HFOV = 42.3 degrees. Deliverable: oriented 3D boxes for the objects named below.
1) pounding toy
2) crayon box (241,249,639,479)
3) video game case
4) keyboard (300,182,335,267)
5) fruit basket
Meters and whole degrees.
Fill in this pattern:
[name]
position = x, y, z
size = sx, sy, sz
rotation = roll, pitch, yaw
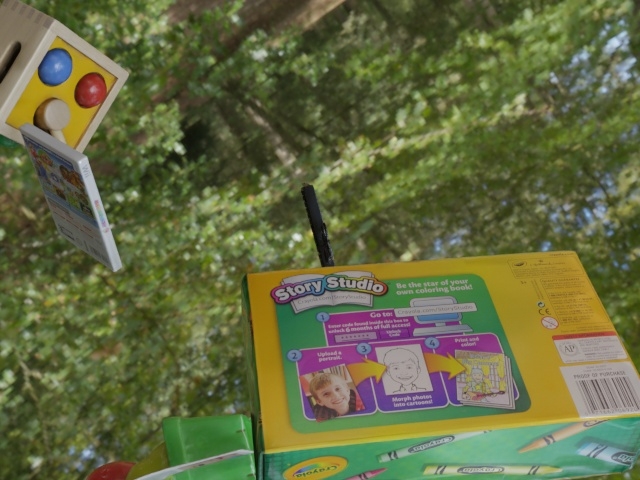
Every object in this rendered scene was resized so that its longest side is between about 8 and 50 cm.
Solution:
[pounding toy]
position = -0.253, -0.123, 0.774
size = 0.141, 0.100, 0.130
rotation = -60, 153, -1
[crayon box]
position = 0.084, 0.098, 0.629
size = 0.278, 0.081, 0.165
rotation = -4, -137, -7
[video game case]
position = -0.216, -0.036, 0.718
size = 0.087, 0.122, 0.011
rotation = 29, -128, 32
[keyboard]
position = 0.000, 0.000, 1.292
size = 0.023, 0.180, 0.108
rotation = -17, -171, -5
[fruit basket]
position = -0.231, 0.373, 1.198
size = 0.353, 0.165, 0.327
rotation = -24, 160, 2
